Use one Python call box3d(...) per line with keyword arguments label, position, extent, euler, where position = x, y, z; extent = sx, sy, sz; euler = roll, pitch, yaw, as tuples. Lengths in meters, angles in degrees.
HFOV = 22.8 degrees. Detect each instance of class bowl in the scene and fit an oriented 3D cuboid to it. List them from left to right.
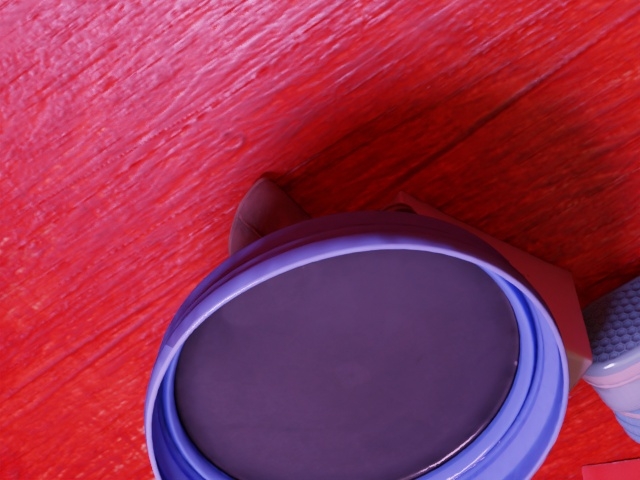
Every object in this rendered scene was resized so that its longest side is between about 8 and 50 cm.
box3d(label="bowl", position=(0.031, 0.140, 1.455), extent=(0.391, 0.077, 0.391), euler=(-5, 126, -7))

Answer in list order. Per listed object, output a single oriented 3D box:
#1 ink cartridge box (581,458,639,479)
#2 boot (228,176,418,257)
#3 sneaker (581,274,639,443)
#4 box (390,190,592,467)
box3d(label="ink cartridge box", position=(0.433, 0.361, 1.703), extent=(0.261, 0.296, 0.066), euler=(-8, 159, 5))
box3d(label="boot", position=(-0.001, -0.001, 1.532), extent=(0.076, 0.208, 0.190), euler=(13, 116, -34))
box3d(label="sneaker", position=(0.428, 0.102, 1.641), extent=(0.319, 0.127, 0.208), euler=(-25, 127, 10))
box3d(label="box", position=(0.091, 0.159, 1.643), extent=(0.215, 0.168, 0.345), euler=(26, 117, -14))
